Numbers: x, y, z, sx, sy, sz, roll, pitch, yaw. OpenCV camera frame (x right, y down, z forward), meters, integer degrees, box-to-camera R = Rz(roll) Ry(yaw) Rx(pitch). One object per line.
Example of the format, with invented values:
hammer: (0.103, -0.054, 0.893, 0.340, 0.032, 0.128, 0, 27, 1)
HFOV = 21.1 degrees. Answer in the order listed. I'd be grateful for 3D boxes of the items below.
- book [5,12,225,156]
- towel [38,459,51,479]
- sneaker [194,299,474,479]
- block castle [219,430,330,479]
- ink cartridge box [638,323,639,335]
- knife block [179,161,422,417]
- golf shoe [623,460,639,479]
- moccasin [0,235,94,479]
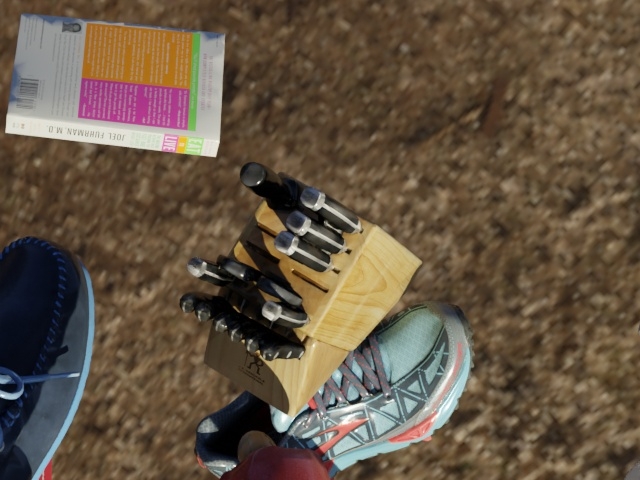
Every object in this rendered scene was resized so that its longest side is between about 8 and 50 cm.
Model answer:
book: (-0.141, -0.108, 1.192, 0.144, 0.035, 0.096, 7, 52, -9)
towel: (-0.323, 0.185, 1.724, 0.031, 0.275, 0.198, -7, 70, 8)
sneaker: (0.008, 0.134, 1.415, 0.125, 0.262, 0.104, 28, 32, -52)
block castle: (-0.039, 0.365, 1.359, 0.303, 0.453, 0.213, -29, 45, 9)
ink cartridge box: (0.305, 0.132, 0.987, 0.045, 0.208, 0.206, -43, 120, -28)
knife block: (0.000, 0.000, 1.278, 0.088, 0.242, 0.276, 31, 45, 15)
golf shoe: (0.142, 0.057, 0.364, 0.176, 0.069, 0.086, -14, 42, 13)
moccasin: (-0.278, 0.150, 1.355, 0.138, 0.117, 0.342, 8, 72, 29)
